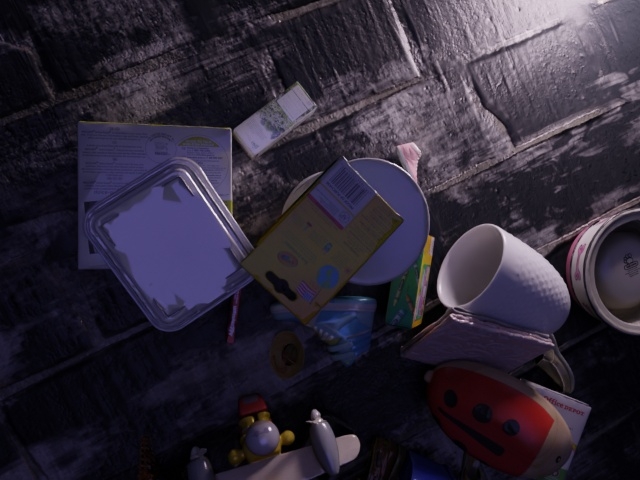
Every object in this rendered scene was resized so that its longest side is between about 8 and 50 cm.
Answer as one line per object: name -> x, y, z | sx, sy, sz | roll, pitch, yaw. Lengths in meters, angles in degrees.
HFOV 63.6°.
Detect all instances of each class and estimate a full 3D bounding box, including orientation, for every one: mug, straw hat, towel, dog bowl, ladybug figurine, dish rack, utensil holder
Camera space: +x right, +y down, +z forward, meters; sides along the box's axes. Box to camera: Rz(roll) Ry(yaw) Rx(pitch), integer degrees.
mug -> 0.538, 0.181, 1.564 | 0.328, 0.276, 0.374 | 29, 115, -18
straw hat -> -0.082, 0.334, 1.519 | 0.061, 0.145, 0.144 | 7, 89, -50
towel -> 0.449, 0.312, 1.525 | 0.332, 0.317, 0.053 | 17, 54, -11
dog bowl -> 0.996, 0.099, 1.693 | 0.409, 0.150, 0.407 | 0, 91, -11
ladybug figurine -> 0.495, 0.529, 1.504 | 0.450, 0.162, 0.304 | 28, 125, 19
dish rack -> -0.318, 0.012, 1.125 | 0.286, 0.072, 0.332 | -34, 100, -9
utensil holder -> 0.080, -0.044, 1.385 | 0.328, 0.385, 0.327 | 0, 92, -12

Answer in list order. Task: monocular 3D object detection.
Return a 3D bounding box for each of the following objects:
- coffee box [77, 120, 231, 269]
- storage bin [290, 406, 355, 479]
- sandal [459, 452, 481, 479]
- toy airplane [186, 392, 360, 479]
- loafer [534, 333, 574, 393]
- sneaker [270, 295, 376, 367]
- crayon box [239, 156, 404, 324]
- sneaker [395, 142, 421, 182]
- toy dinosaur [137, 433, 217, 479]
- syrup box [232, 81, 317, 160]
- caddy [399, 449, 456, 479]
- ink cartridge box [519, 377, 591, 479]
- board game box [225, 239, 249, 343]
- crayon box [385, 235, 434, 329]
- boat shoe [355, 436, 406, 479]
coffee box -> -0.394, -0.104, 1.312 | 0.339, 0.338, 0.334 | 0, 92, -11
storage bin -> 0.006, 0.606, 1.535 | 0.122, 0.084, 0.180 | 32, 86, -10
sandal -> 0.488, 0.753, 1.651 | 0.072, 0.049, 0.180 | 4, 90, -11
toy airplane -> -0.141, 0.583, 1.325 | 0.385, 0.386, 0.272 | 17, 130, 23
loafer -> 0.736, 0.388, 1.681 | 0.088, 0.094, 0.251 | -25, 87, -4
sneaker -> 0.012, 0.269, 1.510 | 0.319, 0.127, 0.208 | 1, 90, -11
crayon box -> 0.000, 0.000, 1.133 | 0.202, 0.081, 0.318 | 45, 82, -8
sneaker -> 0.287, -0.239, 1.592 | 0.070, 0.051, 0.134 | -21, 91, -5
toy dinosaur -> -0.421, 0.697, 1.426 | 0.219, 0.164, 0.321 | -20, 117, 6
syrup box -> -0.133, -0.340, 1.484 | 0.237, 0.096, 0.093 | -40, 96, -8
caddy -> 0.294, 0.761, 1.480 | 0.179, 0.341, 0.241 | 24, 86, 7
ink cartridge box -> 0.706, 0.613, 1.658 | 0.202, 0.117, 0.278 | 23, 87, -11
board game box -> -0.235, 0.134, 1.447 | 0.027, 0.145, 0.281 | 8, 89, -9
crayon box -> 0.268, 0.114, 1.529 | 0.081, 0.165, 0.278 | 9, 89, 21
boat shoe -> 0.149, 0.747, 1.563 | 0.105, 0.110, 0.307 | 25, 78, -1
